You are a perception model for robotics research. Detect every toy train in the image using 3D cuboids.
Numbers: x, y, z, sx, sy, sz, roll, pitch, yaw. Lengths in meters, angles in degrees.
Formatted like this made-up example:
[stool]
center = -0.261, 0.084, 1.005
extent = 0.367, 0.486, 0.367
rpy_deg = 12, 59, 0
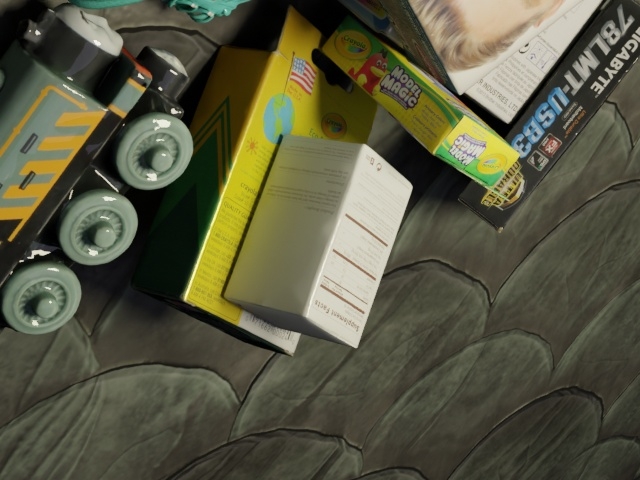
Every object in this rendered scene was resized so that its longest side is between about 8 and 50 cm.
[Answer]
[toy train]
center = -0.264, -0.056, 1.089
extent = 0.190, 0.142, 0.334
rpy_deg = 32, 100, -42

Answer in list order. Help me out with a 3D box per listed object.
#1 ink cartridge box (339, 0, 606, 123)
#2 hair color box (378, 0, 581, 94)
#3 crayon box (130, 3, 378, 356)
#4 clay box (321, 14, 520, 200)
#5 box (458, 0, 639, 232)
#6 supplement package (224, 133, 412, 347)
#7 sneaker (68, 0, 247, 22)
[ink cartridge box]
center = 0.215, -0.352, 1.245
extent = 0.395, 0.151, 0.270
rpy_deg = -52, 141, 11
[hair color box]
center = 0.204, -0.310, 1.074
extent = 0.347, 0.105, 0.174
rpy_deg = -38, 129, -2
[crayon box]
center = -0.056, -0.061, 1.249
extent = 0.202, 0.081, 0.318
rpy_deg = 34, 72, -51
[clay box]
center = 0.110, -0.133, 1.207
extent = 0.053, 0.222, 0.127
rpy_deg = -52, 145, 12
[box]
center = 0.289, -0.154, 1.448
extent = 0.295, 0.073, 0.293
rpy_deg = -53, 174, 10
[supplement package]
center = 0.000, 0.000, 1.182
extent = 0.105, 0.105, 0.179
rpy_deg = 35, 72, -52
[sneaker]
center = -0.109, -0.243, 1.088
extent = 0.275, 0.107, 0.110
rpy_deg = -18, 144, -31
